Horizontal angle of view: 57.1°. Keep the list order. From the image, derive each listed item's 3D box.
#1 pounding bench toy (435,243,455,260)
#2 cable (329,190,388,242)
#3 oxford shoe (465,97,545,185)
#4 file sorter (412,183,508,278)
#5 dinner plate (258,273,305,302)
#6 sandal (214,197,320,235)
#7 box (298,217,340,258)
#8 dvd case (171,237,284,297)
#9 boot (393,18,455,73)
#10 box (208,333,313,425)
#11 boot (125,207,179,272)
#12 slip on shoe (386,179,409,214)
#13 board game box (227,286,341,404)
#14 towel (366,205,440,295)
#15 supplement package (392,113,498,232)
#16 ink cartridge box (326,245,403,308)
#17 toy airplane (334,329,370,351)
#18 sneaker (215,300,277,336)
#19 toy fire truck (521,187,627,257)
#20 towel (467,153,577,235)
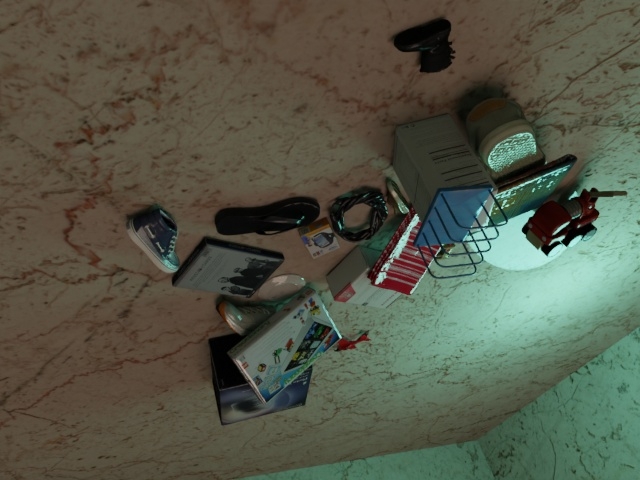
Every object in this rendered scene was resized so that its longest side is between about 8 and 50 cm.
[{"bbox_3d":[0.342,0.019,1.723,0.083,0.052,0.065,-8,143,-18],"label":"pounding bench toy"},{"bbox_3d":[0.102,-0.061,1.507,0.150,0.047,0.184,-26,143,-1],"label":"cable"},{"bbox_3d":[0.436,-0.215,1.406,0.169,0.130,0.449,-29,159,13],"label":"oxford shoe"},{"bbox_3d":[0.278,-0.014,1.175,0.118,0.104,0.170,-5,143,-17],"label":"file sorter"},{"bbox_3d":[-0.110,0.144,1.691,0.141,0.017,0.141,-13,145,-9],"label":"dinner plate"},{"bbox_3d":[-0.121,-0.041,1.401,0.254,0.054,0.097,-10,144,-15],"label":"sandal"},{"bbox_3d":[0.000,0.000,1.544,0.081,0.028,0.136,-24,143,4],"label":"box"},{"bbox_3d":[-0.237,0.076,1.522,0.238,0.030,0.179,15,132,-39],"label":"dvd case"},{"bbox_3d":[0.203,-0.368,1.144,0.121,0.045,0.099,-20,149,-2],"label":"boot"},{"bbox_3d":[-0.194,0.433,1.893,0.296,0.183,0.294,-10,145,-15],"label":"box"},{"bbox_3d":[-0.350,0.005,1.330,0.086,0.069,0.190,-23,144,7],"label":"boot"},{"bbox_3d":[0.187,-0.105,1.485,0.041,0.051,0.135,-19,153,18],"label":"slip on shoe"},{"bbox_3d":[-0.097,0.303,1.701,0.305,0.053,0.193,-38,118,-21],"label":"board game box"},{"bbox_3d":[0.262,0.023,1.621,0.199,0.031,0.275,20,106,-42],"label":"towel"},{"bbox_3d":[0.267,-0.139,1.305,0.133,0.244,0.139,-15,145,-8],"label":"supplement package"},{"bbox_3d":[0.151,0.112,1.715,0.218,0.092,0.158,16,130,-39],"label":"ink cartridge box"},{"bbox_3d":[0.115,0.363,2.090,0.151,0.028,0.151,-15,146,-10],"label":"toy airplane"},{"bbox_3d":[-0.194,0.220,1.704,0.121,0.099,0.262,-47,138,-3],"label":"sneaker"},{"bbox_3d":[0.729,-0.080,1.680,0.217,0.158,0.246,-21,143,-20],"label":"toy fire truck"},{"bbox_3d":[0.497,-0.109,1.543,0.271,0.040,0.370,-23,165,3],"label":"towel"}]
